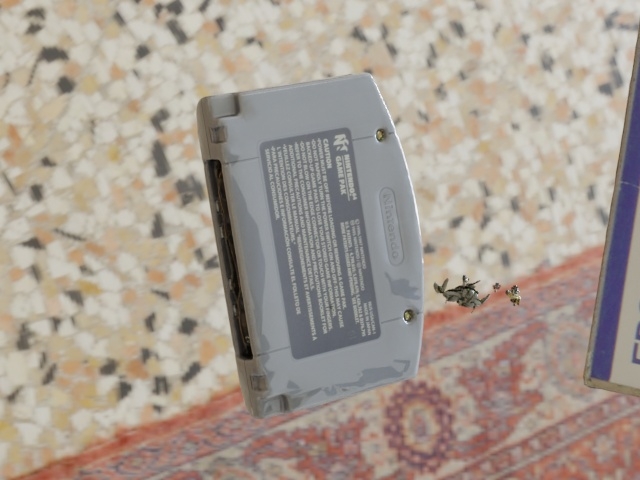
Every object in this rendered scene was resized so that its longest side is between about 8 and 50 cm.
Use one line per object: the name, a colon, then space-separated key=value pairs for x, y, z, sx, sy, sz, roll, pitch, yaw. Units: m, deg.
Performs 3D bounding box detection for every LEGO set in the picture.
LEGO set: x=0.142 y=0.053 z=1.301 sx=0.054 sy=0.083 sz=0.023 roll=41 pitch=56 yaw=-46

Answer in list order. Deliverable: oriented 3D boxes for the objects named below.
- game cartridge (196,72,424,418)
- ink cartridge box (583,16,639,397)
game cartridge: x=0.000 y=0.000 z=1.318 sx=0.198 sy=0.062 sz=0.297 roll=-12 pitch=97 yaw=-33
ink cartridge box: x=0.246 y=0.008 z=0.457 sx=0.332 sy=0.065 sz=0.165 roll=14 pitch=76 yaw=-4
